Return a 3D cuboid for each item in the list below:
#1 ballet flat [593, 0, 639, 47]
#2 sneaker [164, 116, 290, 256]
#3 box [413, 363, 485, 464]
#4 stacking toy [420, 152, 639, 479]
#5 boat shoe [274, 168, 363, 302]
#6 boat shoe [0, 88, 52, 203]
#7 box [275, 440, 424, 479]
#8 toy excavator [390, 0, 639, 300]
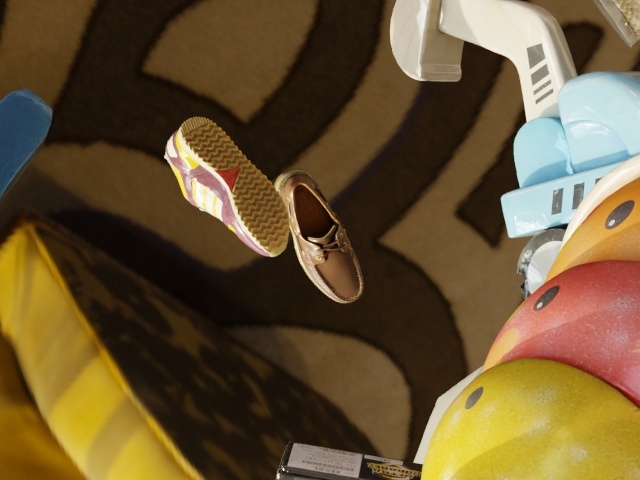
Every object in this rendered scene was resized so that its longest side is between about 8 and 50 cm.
[{"bbox_3d":[0.186,-0.249,1.048,0.058,0.084,0.250,-35,114,10],"label":"ballet flat"},{"bbox_3d":[-0.107,-0.053,1.656,0.069,0.185,0.084,-32,174,-35],"label":"sneaker"},{"bbox_3d":[0.238,0.258,1.614,0.232,0.127,0.148,29,149,-8],"label":"box"},{"bbox_3d":[0.187,0.159,0.963,0.480,0.350,0.350,-28,134,-39],"label":"stacking toy"},{"bbox_3d":[0.000,-0.001,1.714,0.064,0.060,0.178,-28,103,-6],"label":"boat shoe"},{"bbox_3d":[-0.380,-0.049,1.547,0.109,0.089,0.258,49,63,-5],"label":"boat shoe"},{"bbox_3d":[0.086,0.372,1.487,0.293,0.073,0.295,11,109,6],"label":"box"},{"bbox_3d":[0.295,-0.131,1.637,0.222,0.433,0.445,-4,82,-45],"label":"toy excavator"}]
